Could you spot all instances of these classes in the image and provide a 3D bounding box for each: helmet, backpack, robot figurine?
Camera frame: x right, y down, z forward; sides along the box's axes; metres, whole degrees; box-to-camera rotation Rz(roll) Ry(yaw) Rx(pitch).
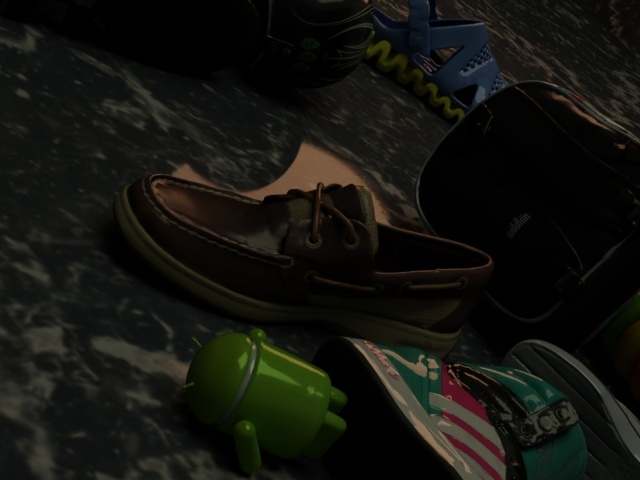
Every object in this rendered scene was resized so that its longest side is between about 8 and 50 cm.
[{"bbox_3d":[-0.016,-0.257,1.401,0.161,0.169,0.169,0,39,-29],"label":"helmet"},{"bbox_3d":[0.231,-0.030,1.233,0.253,0.225,0.191,47,4,35],"label":"backpack"},{"bbox_3d":[-0.039,0.104,0.811,0.115,0.067,0.101,27,37,-18],"label":"robot figurine"}]

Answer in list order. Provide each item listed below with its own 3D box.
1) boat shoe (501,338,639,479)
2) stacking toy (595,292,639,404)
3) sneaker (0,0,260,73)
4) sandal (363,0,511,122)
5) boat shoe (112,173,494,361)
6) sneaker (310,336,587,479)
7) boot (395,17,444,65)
[{"bbox_3d":[0.241,0.181,1.044,0.226,0.083,0.076,53,15,11],"label":"boat shoe"},{"bbox_3d":[0.350,0.104,1.277,0.141,0.141,0.330,24,33,-24],"label":"stacking toy"},{"bbox_3d":[-0.210,-0.276,1.227,0.330,0.122,0.146,16,32,-38],"label":"sneaker"},{"bbox_3d":[0.192,-0.254,1.703,0.317,0.138,0.126,34,22,-7],"label":"sandal"},{"bbox_3d":[0.000,0.000,0.986,0.342,0.123,0.123,22,27,-28],"label":"boat shoe"},{"bbox_3d":[0.121,0.181,0.824,0.178,0.124,0.295,6,34,-32],"label":"sneaker"},{"bbox_3d":[0.148,-0.290,1.828,0.121,0.045,0.099,39,21,9],"label":"boot"}]
